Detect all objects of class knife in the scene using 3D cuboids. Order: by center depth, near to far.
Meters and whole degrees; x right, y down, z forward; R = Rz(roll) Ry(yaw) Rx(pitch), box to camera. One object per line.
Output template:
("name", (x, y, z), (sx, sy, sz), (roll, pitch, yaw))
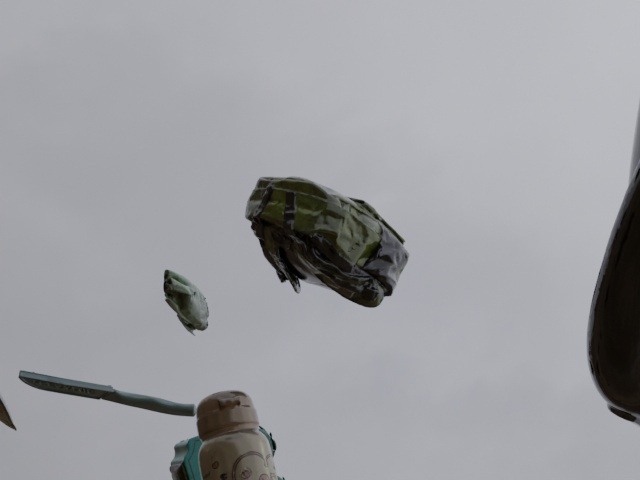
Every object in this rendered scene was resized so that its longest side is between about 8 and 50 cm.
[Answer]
("knife", (-0.232, 0.169, 1.212), (0.210, 0.015, 0.028), (16, -26, -27))

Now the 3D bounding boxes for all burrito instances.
("burrito", (-0.210, 0.093, 1.713), (0.044, 0.074, 0.118), (-11, -31, 11))

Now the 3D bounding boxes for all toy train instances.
("toy train", (-0.140, 0.364, 1.667), (0.107, 0.154, 0.197), (-31, -104, 63))

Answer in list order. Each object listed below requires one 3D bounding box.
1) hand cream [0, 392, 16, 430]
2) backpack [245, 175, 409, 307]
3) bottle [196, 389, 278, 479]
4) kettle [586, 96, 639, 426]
("hand cream", (-0.450, 0.184, 1.433), (0.194, 0.042, 0.067), (28, -43, 45))
("backpack", (0.000, 0.000, 1.628), (0.207, 0.140, 0.253), (10, -20, 40))
("bottle", (-0.108, 0.300, 1.428), (0.110, 0.097, 0.209), (120, -40, -61))
("kettle", (0.285, -0.005, 0.758), (0.207, 0.268, 0.290), (34, -56, 45))
